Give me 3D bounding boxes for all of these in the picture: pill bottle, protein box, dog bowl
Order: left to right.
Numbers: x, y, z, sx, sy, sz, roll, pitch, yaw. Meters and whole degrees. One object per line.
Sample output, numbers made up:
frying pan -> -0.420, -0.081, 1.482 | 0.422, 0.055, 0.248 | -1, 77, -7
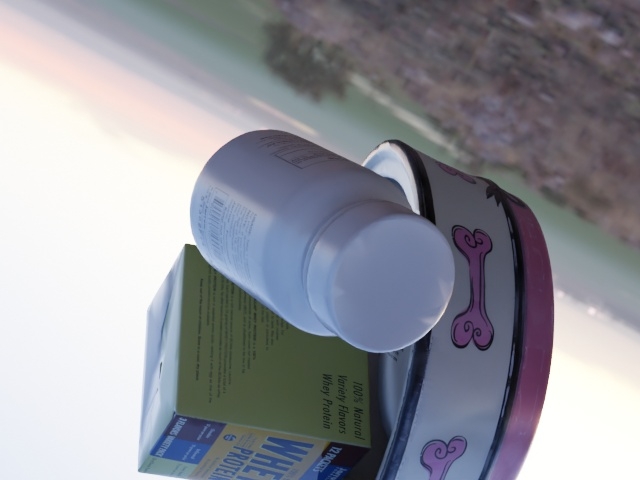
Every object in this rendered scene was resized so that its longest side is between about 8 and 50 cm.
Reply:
protein box -> -0.068, 0.138, 1.442 | 0.201, 0.199, 0.136 | 12, 143, -18
pill bottle -> 0.000, 0.000, 1.068 | 0.131, 0.131, 0.229 | 27, -178, -31
dog bowl -> 0.105, 0.109, 1.439 | 0.150, 0.407, 0.408 | 9, -174, -12
